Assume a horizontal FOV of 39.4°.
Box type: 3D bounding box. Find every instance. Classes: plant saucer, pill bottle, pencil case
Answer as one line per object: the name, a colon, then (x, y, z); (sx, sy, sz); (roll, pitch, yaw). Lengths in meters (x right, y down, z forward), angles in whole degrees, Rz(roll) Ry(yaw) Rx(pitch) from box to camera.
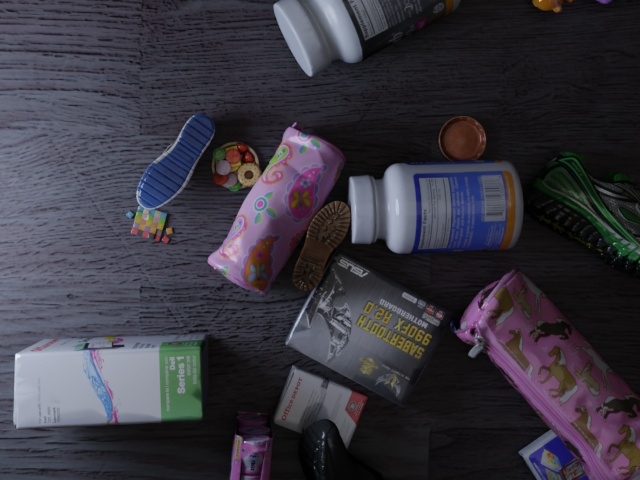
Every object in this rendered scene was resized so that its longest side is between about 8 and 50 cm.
plant saucer: (0.245, -0.174, 1.549); (0.083, 0.013, 0.084); (0, 91, -4)
pill bottle: (0.183, -0.054, 1.476); (0.271, 0.152, 0.152); (-2, 91, -4)
pill bottle: (0.075, -0.389, 1.457); (0.278, 0.162, 0.162); (-29, 93, -3)
pencil case: (0.393, 0.231, 1.468); (0.167, 0.160, 0.386); (-42, 85, -6)
pencil case: (-0.070, -0.053, 1.473); (0.124, 0.124, 0.284); (30, 87, -5)

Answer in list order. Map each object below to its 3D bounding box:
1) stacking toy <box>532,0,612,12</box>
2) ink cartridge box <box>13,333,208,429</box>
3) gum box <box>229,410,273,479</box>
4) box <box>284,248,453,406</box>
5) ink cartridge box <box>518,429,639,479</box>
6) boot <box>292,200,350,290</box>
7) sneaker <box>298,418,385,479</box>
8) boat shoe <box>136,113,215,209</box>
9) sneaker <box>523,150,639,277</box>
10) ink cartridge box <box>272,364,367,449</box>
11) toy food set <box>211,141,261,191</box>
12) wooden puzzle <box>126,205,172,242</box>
stacking toy: (0.501, -0.464, 1.512); (0.301, 0.166, 0.175); (-25, 77, 6)
ink cartridge box: (-0.320, 0.217, 1.408); (0.278, 0.201, 0.117); (-2, 90, -5)
gum box: (-0.113, 0.349, 1.435); (0.062, 0.188, 0.107); (6, 91, -5)
box: (0.081, 0.147, 1.516); (0.231, 0.056, 0.183); (29, 88, -5)
ink cartridge box: (0.486, 0.400, 1.562); (0.208, 0.045, 0.206); (-32, 93, -3)
boot: (0.000, 0.000, 1.485); (0.059, 0.084, 0.158); (28, 103, -3)
sneaker: (0.046, 0.400, 1.475); (0.130, 0.109, 0.286); (-21, 122, -16)
boat shoe: (-0.236, -0.124, 1.478); (0.066, 0.066, 0.183); (39, 82, -7)
sneaker: (0.522, -0.032, 1.516); (0.343, 0.134, 0.146); (31, 87, -4)
ink cartridge box: (-0.003, 0.281, 1.510); (0.135, 0.056, 0.099); (23, 88, -6)
toy food set: (-0.145, -0.125, 1.510); (0.082, 0.020, 0.083); (-15, 92, -5)
wooden puzzle: (-0.288, -0.029, 1.505); (0.083, 0.006, 0.049); (16, 89, -5)
